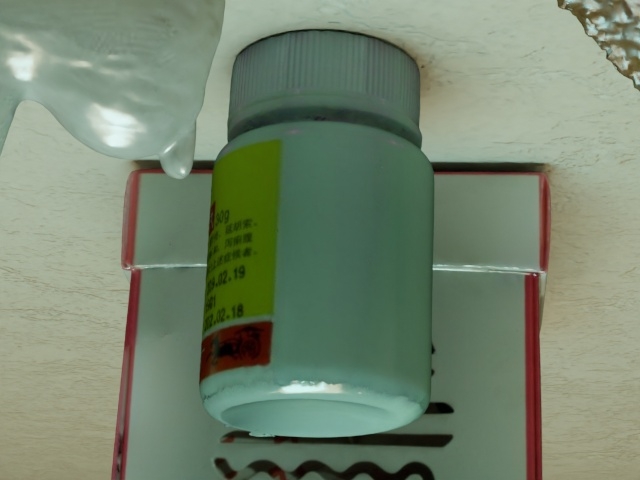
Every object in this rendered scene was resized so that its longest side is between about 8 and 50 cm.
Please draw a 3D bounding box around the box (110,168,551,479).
[{"bbox_3d":[0.017,0.133,1.213,0.314,0.300,0.312,1,161,4],"label":"box"}]

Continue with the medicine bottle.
[{"bbox_3d":[0.000,0.000,0.946,0.139,0.225,0.139,2,161,1],"label":"medicine bottle"}]

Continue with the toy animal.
[{"bbox_3d":[-0.190,-0.110,0.778,0.282,0.140,0.138,-1,131,-12],"label":"toy animal"}]

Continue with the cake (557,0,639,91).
[{"bbox_3d":[0.144,-0.167,0.696,0.116,0.113,0.295,-19,140,35],"label":"cake"}]
